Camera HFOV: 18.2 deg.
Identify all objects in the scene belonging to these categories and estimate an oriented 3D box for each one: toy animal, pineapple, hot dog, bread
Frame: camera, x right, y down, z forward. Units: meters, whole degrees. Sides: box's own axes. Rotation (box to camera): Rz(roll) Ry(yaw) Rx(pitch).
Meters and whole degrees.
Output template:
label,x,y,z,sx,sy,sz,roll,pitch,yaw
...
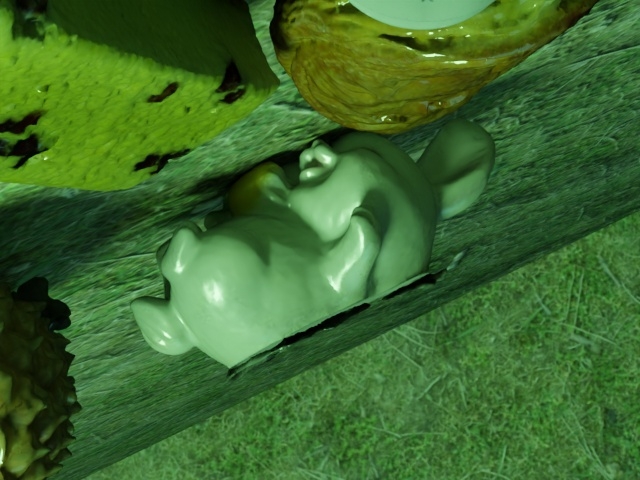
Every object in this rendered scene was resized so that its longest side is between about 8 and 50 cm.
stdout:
label,x,y,z,sx,sy,sz,roll,pitch,yaw
toy animal,0.001,-0.001,1.669,0.325,0.154,0.208,-23,178,-44
pineapple,-0.272,0.114,1.487,0.223,0.223,0.357,-27,-178,8
hot dog,0.073,-0.143,1.164,0.196,0.122,0.272,-28,178,-9
bread,-0.145,-0.087,1.019,0.138,0.077,0.361,-30,170,17

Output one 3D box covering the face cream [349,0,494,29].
label,x,y,z,sx,sy,sz,roll,pitch,yaw
face cream,0.052,-0.168,0.984,0.117,0.117,0.104,-24,163,-11
